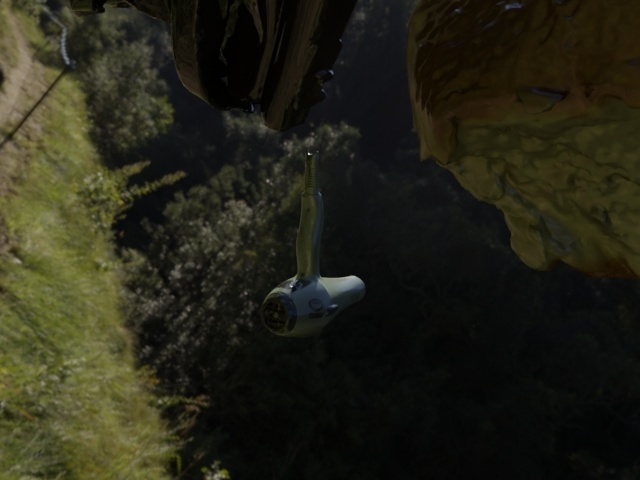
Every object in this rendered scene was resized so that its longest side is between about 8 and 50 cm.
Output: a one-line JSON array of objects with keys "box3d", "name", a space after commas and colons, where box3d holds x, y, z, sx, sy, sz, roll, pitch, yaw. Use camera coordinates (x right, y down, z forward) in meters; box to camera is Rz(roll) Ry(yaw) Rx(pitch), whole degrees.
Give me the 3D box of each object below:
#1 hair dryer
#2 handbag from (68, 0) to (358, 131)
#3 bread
[{"box3d": [0.014, 0.019, 1.018, 0.092, 0.267, 0.229, 11, -7, 30], "name": "hair dryer"}, {"box3d": [-0.079, -0.226, 0.394, 0.285, 0.257, 0.114, 37, 40, 26], "name": "handbag"}, {"box3d": [0.217, -0.109, 0.359, 0.279, 0.250, 0.225, -3, -29, 38], "name": "bread"}]
